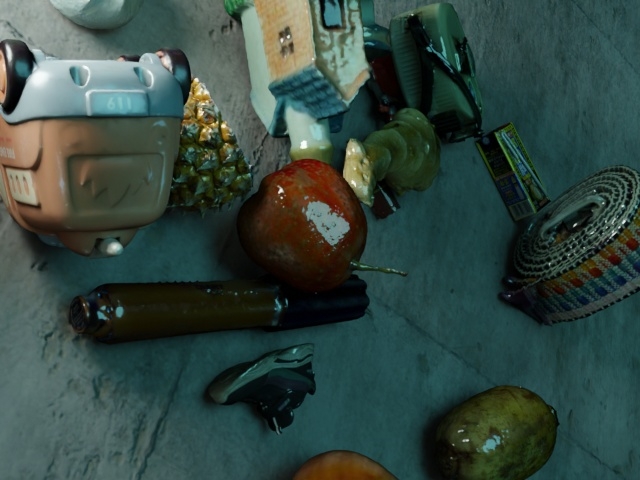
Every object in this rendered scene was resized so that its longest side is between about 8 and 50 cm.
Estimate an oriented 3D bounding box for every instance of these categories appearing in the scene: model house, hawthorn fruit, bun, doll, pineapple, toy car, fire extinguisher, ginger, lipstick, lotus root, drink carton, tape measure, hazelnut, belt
[{"bbox_3d":[0.012,-0.230,1.194,0.194,0.267,0.325,-6,91,-30],"label":"model house"},{"bbox_3d":[0.000,0.000,1.090,0.203,0.163,0.162,43,43,16],"label":"hawthorn fruit"},{"bbox_3d":[-0.273,-0.333,1.078,0.140,0.083,0.141,19,62,-40],"label":"bun"},{"bbox_3d":[0.109,-0.260,1.417,0.109,0.057,0.169,3,69,-48],"label":"doll"},{"bbox_3d":[-0.177,-0.097,1.052,0.136,0.161,0.176,-30,130,-16],"label":"pineapple"},{"bbox_3d":[-0.249,-0.092,0.907,0.180,0.270,0.213,-5,100,-31],"label":"toy car"},{"bbox_3d":[0.077,-0.099,1.342,0.132,0.039,0.056,60,13,-7],"label":"fire extinguisher"},{"bbox_3d":[0.100,-0.109,1.269,0.294,0.086,0.131,-36,125,-57],"label":"ginger"},{"bbox_3d":[-0.106,0.081,1.081,0.418,0.077,0.077,0,75,-42],"label":"lipstick"},{"bbox_3d":[0.274,0.295,1.314,0.260,0.128,0.145,-7,93,-38],"label":"lotus root"},{"bbox_3d":[0.352,-0.126,1.593,0.071,0.056,0.166,-33,98,-47],"label":"drink carton"},{"bbox_3d":[0.198,-0.261,1.412,0.207,0.115,0.235,-37,112,-68],"label":"tape measure"},{"bbox_3d":[0.045,0.351,1.056,0.214,0.176,0.214,57,21,-35],"label":"hazelnut"},{"bbox_3d":[0.452,0.000,1.497,0.160,0.295,0.207,39,37,-21],"label":"belt"}]

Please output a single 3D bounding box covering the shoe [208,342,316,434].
[{"bbox_3d":[-0.060,0.191,1.091,0.169,0.071,0.100,-16,88,-48],"label":"shoe"}]
